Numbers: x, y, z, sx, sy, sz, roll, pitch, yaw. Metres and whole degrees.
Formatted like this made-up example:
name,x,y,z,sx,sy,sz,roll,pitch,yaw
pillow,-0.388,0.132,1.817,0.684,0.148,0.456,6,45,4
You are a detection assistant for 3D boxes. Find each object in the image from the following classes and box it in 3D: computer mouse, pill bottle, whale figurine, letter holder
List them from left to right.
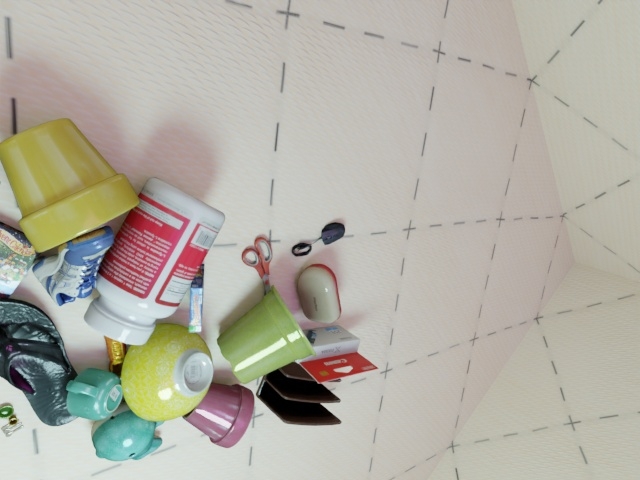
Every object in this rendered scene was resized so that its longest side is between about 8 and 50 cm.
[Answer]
name,x,y,z,sx,sy,sz,roll,pitch,yaw
whale figurine,-0.560,0.600,1.388,0.216,0.141,0.272,-27,137,-17
pill bottle,-0.446,0.057,1.238,0.229,0.229,0.407,31,86,-41
letter holder,-0.049,0.580,1.757,0.302,0.214,0.152,21,93,-41
computer mouse,0.000,0.000,1.700,0.242,0.041,0.071,-29,123,-27

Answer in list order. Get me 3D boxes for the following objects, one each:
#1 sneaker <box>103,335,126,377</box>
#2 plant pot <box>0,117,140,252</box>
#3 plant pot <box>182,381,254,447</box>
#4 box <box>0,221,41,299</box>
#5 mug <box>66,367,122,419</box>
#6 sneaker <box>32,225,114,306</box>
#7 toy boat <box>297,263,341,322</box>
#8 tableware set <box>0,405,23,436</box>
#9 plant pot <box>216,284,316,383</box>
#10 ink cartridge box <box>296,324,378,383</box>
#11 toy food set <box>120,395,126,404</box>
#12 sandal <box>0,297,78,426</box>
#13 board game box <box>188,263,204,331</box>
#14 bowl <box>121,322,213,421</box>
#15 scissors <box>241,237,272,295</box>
name,x,y,z,sx,sy,sz,roll,pitch,yaw
sneaker,-0.580,0.314,1.333,0.064,0.067,0.175,-12,112,-33
plant pot,-0.588,-0.134,1.059,0.254,0.254,0.239,-34,109,-25
plant pot,-0.348,0.559,1.539,0.180,0.201,0.201,33,84,-25
box,-0.794,0.021,1.066,0.233,0.044,0.159,39,81,-41
mug,-0.608,0.422,1.254,0.158,0.097,0.129,-19,117,-79
sneaker,-0.566,0.065,1.111,0.112,0.296,0.131,-31,94,-55
toy boat,0.010,0.185,1.732,0.151,0.151,0.231,-52,139,-53
tableware set,-0.865,0.498,1.200,0.154,0.024,0.104,-27,121,-28
plant pot,-0.191,0.332,1.540,0.254,0.276,0.276,-32,125,-8
ink cartridge box,0.035,0.412,1.732,0.296,0.261,0.066,0,107,-39
toy food set,-0.530,0.482,1.450,0.192,0.038,0.132,-9,130,-32
sandal,-0.716,0.323,1.180,0.167,0.107,0.445,-34,129,-25
board game box,-0.363,0.164,1.366,0.035,0.201,0.136,3,106,-13
bowl,-0.409,0.384,1.360,0.289,0.156,0.289,19,67,-54
scissors,-0.183,0.125,1.611,0.109,0.021,0.297,-37,125,-23
